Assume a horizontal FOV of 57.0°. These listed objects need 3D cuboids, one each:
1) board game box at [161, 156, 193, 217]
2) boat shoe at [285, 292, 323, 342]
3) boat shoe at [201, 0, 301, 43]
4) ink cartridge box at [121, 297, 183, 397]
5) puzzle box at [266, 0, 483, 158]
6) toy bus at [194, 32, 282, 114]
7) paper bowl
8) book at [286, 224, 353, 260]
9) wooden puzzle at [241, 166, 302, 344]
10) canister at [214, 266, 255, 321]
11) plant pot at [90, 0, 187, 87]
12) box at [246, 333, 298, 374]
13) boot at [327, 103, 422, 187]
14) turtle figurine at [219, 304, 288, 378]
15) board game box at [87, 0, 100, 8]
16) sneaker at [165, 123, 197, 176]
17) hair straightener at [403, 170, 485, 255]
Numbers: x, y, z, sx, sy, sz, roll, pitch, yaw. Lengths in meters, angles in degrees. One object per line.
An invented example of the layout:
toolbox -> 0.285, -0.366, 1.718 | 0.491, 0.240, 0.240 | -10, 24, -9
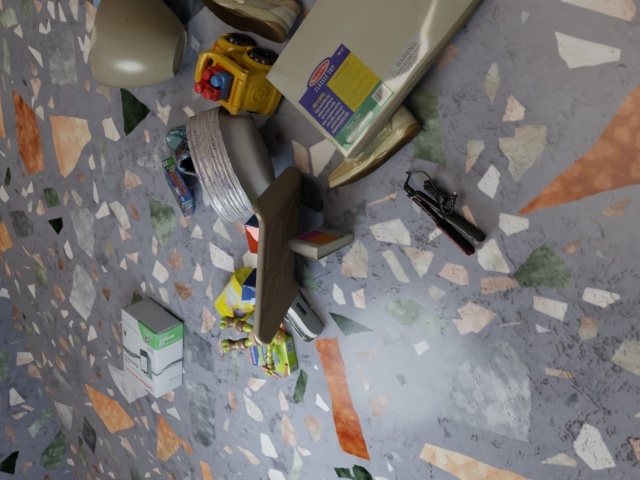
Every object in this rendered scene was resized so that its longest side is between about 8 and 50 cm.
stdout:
board game box -> -0.421, -0.154, 1.748 | 0.136, 0.035, 0.201 | 62, 166, 4
boat shoe -> -0.084, 0.185, 1.627 | 0.219, 0.077, 0.070 | 54, 131, 9
boat shoe -> -0.176, -0.568, 1.411 | 0.302, 0.109, 0.098 | 31, 85, 29
ink cartridge box -> -0.607, 0.388, 2.129 | 0.211, 0.121, 0.289 | 26, 123, 32
puzzle box -> 0.095, -0.405, 1.184 | 0.272, 0.052, 0.409 | 48, 114, 16
toy bus -> -0.230, -0.402, 1.436 | 0.220, 0.211, 0.150 | 40, 130, 24
paper bowl -> -0.210, -0.198, 1.474 | 0.148, 0.284, 0.284 | -19, 94, 7
book -> 0.000, 0.000, 1.435 | 0.096, 0.144, 0.035 | 19, 118, 35
wooden puzzle -> -0.120, 0.026, 1.434 | 0.080, 0.322, 0.348 | 6, 114, 11
canister -> -0.241, 0.175, 1.763 | 0.126, 0.073, 0.170 | 53, 134, 11
plant pot -> -0.469, -0.533, 1.587 | 0.190, 0.284, 0.284 | 15, 123, -5
box -> -0.152, 0.330, 1.767 | 0.178, 0.042, 0.109 | 3, 108, 40
boot -> 0.074, -0.253, 1.306 | 0.262, 0.095, 0.204 | -37, 81, 41
turtle figurine -> -0.180, 0.259, 1.682 | 0.217, 0.087, 0.270 | 0, 110, 28
board game box -> -0.647, -0.826, 1.654 | 0.291, 0.141, 0.232 | 39, 139, 24
sneaker -> -0.366, -0.250, 1.670 | 0.261, 0.125, 0.104 | 33, 125, 27
hair straightener -> 0.264, -0.077, 1.253 | 0.230, 0.047, 0.089 | 50, 131, 21
